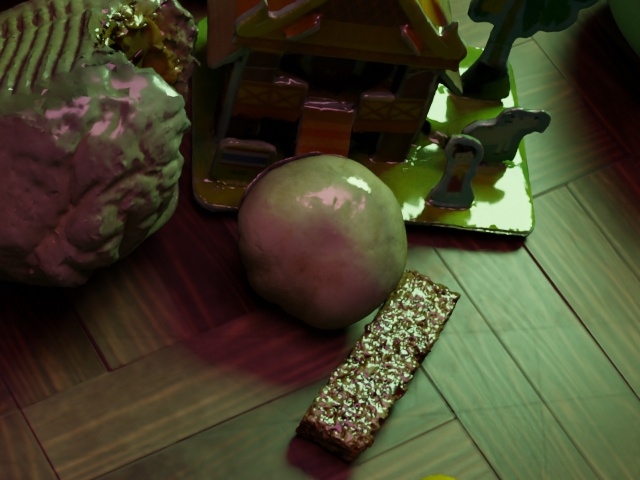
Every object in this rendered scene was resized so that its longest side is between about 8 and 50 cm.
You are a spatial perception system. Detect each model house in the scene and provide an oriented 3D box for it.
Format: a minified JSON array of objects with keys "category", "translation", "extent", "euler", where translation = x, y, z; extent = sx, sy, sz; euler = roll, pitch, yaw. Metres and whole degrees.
[{"category":"model house","translation":[0.079,-0.182,1.451],"extent":[0.357,0.313,0.243],"euler":[7,56,-11]}]

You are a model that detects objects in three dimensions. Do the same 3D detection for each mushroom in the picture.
[{"category":"mushroom","translation":[0.000,0.000,1.418],"extent":[0.154,0.122,0.154],"euler":[-1,95,-7]}]

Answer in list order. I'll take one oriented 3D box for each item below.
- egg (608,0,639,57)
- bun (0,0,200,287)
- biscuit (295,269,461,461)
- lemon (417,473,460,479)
[{"category":"egg","translation":[0.451,-0.250,1.591],"extent":[0.276,0.276,0.389],"euler":[-29,34,-30]},{"category":"bun","translation":[-0.220,-0.074,1.360],"extent":[0.281,0.205,0.281],"euler":[-13,27,7]},{"category":"biscuit","translation":[0.053,0.104,1.409],"extent":[0.064,0.034,0.199],"euler":[31,54,7]},{"category":"lemon","translation":[0.094,0.220,1.321],"extent":[0.083,0.062,0.062],"euler":[-21,63,-31]}]
